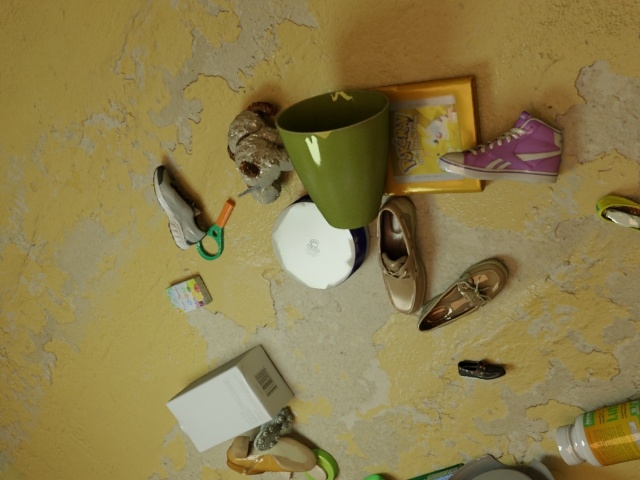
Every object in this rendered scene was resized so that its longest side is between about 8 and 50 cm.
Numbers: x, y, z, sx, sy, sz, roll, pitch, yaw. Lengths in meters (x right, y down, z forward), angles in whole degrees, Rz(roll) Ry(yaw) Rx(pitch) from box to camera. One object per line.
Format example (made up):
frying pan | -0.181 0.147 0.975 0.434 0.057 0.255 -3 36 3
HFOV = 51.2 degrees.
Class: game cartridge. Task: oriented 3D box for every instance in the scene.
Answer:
game cartridge | 0.240 -0.253 1.684 0.324 0.053 0.285 -1 109 27

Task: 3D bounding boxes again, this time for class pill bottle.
pill bottle | 0.730 0.490 1.681 0.246 0.136 0.136 -27 96 33

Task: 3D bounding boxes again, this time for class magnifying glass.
magnifying glass | -0.322 -0.031 2.082 0.092 0.026 0.231 37 124 10

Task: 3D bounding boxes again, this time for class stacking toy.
stacking toy | -0.039 0.860 2.233 0.309 0.130 0.279 -23 98 32

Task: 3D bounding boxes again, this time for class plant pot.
plant pot | 0.054 -0.186 1.654 0.275 0.275 0.293 3 123 26

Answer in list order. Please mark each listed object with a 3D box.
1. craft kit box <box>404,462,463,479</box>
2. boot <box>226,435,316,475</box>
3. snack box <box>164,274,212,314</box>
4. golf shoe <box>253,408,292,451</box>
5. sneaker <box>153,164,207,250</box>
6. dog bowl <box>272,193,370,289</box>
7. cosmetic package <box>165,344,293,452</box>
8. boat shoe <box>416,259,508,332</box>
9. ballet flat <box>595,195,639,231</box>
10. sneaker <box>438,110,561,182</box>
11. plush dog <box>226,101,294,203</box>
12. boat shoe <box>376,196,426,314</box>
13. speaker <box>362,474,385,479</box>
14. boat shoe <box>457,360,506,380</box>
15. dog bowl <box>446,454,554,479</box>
craft kit box | 0.388 0.825 2.044 0.250 0.061 0.246 -31 92 33
boot | -0.169 0.739 2.246 0.295 0.104 0.211 13 142 -1
snack box | -0.438 0.182 2.218 0.141 0.037 0.100 -19 99 32
golf shoe | -0.169 0.622 2.179 0.086 0.176 0.069 -13 107 42
sneaker | -0.437 -0.110 2.075 0.108 0.100 0.271 -24 91 3
dog bowl | 0.000 0.000 1.878 0.265 0.104 0.264 10 114 23
cosmetic package | -0.307 0.532 2.226 0.385 0.156 0.217 -30 94 34
boat shoe | 0.372 0.158 1.758 0.104 0.089 0.285 47 123 4
ballet flat | 0.735 -0.041 1.498 0.231 0.077 0.077 19 117 19
sneaker | 0.417 -0.222 1.546 0.282 0.102 0.161 1 108 -6
plush dog | -0.181 -0.255 1.838 0.262 0.211 0.225 -47 59 31
boat shoe | 0.202 0.054 1.792 0.122 0.110 0.341 -2 109 28
speaker | 0.224 0.894 2.112 0.131 0.131 0.296 -31 93 33
boat shoe | 0.440 0.354 1.828 0.133 0.049 0.042 -3 116 33
dog bowl | 0.483 0.739 1.801 0.349 0.348 0.102 -16 114 31
